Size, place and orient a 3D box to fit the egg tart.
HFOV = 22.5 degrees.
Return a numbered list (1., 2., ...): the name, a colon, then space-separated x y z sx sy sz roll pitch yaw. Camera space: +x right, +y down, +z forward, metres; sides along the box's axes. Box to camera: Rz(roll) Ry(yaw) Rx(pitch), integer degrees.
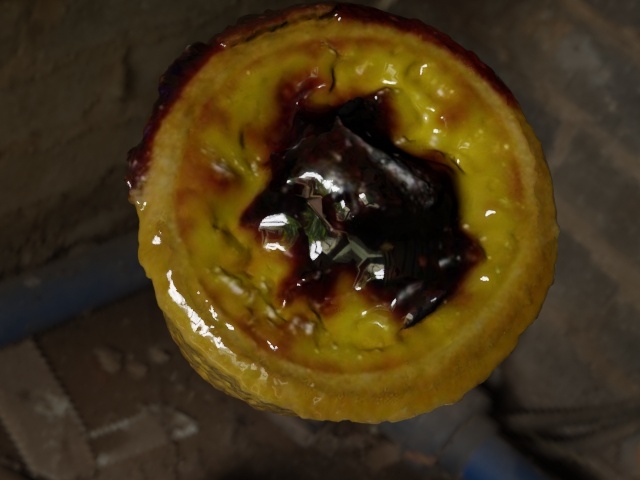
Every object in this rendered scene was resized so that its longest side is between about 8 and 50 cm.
1. egg tart: 0.000 0.000 0.813 0.215 0.171 0.215 5 70 -14
